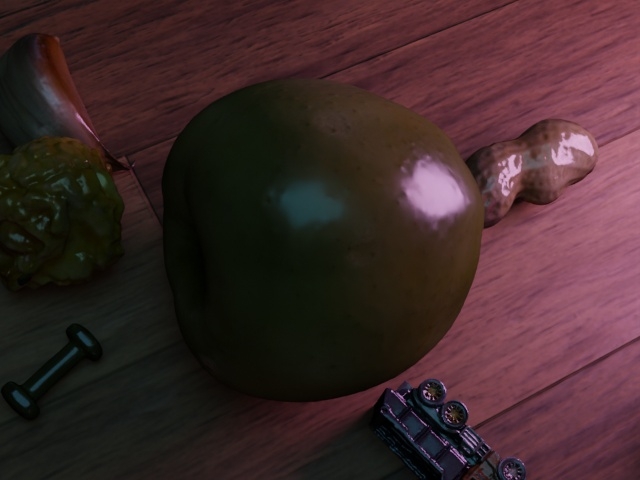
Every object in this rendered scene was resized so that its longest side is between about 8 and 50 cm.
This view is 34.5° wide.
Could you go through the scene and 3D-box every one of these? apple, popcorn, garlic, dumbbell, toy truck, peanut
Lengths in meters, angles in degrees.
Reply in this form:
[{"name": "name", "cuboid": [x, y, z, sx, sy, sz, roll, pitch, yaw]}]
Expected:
[{"name": "apple", "cuboid": [0.000, 0.000, 1.114, 0.357, 0.357, 0.357, 3, 67, -8]}, {"name": "popcorn", "cuboid": [-0.305, -0.028, 1.170, 0.180, 0.180, 0.170, 22, 36, 0]}, {"name": "garlic", "cuboid": [-0.335, -0.153, 1.252, 0.115, 0.128, 0.207, -33, 81, 3]}, {"name": "dumbbell", "cuboid": [-0.301, 0.147, 1.157, 0.052, 0.046, 0.118, 43, 68, 4]}, {"name": "toy truck", "cuboid": [0.140, 0.242, 1.169, 0.092, 0.083, 0.192, -41, 78, -22]}, {"name": "peanut", "cuboid": [0.257, -0.087, 1.325, 0.227, 0.086, 0.104, -22, 76, -16]}]
